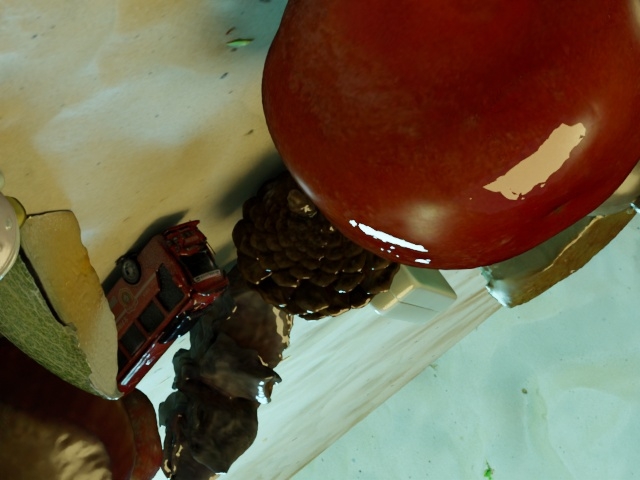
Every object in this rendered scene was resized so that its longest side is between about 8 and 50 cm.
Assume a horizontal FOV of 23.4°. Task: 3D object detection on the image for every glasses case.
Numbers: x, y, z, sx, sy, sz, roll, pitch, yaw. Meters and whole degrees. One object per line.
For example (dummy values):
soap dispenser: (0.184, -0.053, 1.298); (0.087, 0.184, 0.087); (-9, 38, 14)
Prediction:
glasses case: (0.101, 0.041, 2.122); (0.070, 0.131, 0.313); (-39, 167, 9)

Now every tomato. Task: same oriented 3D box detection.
tomato: (0.116, -0.134, 1.232); (0.325, 0.289, 0.293); (-34, 160, 0)

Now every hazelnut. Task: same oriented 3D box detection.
hazelnut: (-0.296, 0.193, 1.554); (0.229, 0.229, 0.229); (-34, 166, -9)

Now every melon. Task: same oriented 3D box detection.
melon: (-0.248, 0.057, 1.391); (0.140, 0.202, 0.093); (-5, -150, 35)

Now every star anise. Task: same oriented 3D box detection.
star anise: (-0.117, 0.156, 1.833); (0.332, 0.118, 0.331); (-160, -90, -74)

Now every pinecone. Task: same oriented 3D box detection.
pinecone: (-0.001, -0.002, 1.649); (0.186, 0.168, 0.212); (-23, 180, -4)

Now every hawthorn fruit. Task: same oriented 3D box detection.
hawthorn fruit: (-0.266, 0.242, 1.781); (0.181, 0.181, 0.235); (-34, 165, -8)

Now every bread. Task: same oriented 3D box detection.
bread: (0.287, -0.066, 2.014); (0.250, 0.225, 0.279); (-43, 168, 22)

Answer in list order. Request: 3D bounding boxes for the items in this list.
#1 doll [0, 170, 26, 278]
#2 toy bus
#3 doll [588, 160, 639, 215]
doll: (-0.283, -0.008, 1.120); (0.129, 0.081, 0.207); (-47, 163, 11)
toy bus: (-0.185, 0.076, 1.616); (0.073, 0.096, 0.235); (-24, 163, -50)
doll: (0.202, -0.123, 1.532); (0.330, 0.235, 0.174); (0, 151, -13)
